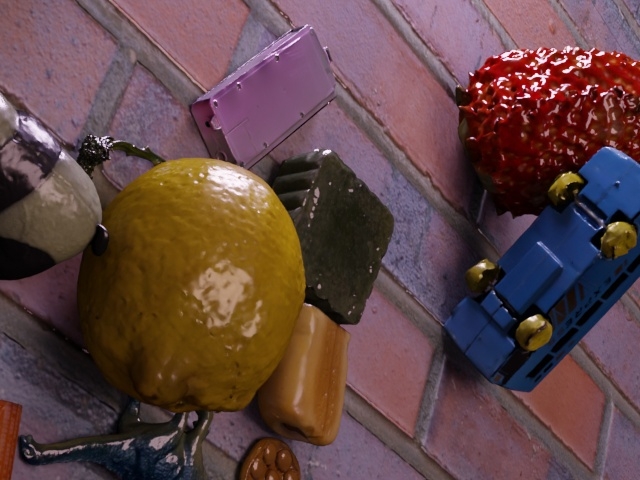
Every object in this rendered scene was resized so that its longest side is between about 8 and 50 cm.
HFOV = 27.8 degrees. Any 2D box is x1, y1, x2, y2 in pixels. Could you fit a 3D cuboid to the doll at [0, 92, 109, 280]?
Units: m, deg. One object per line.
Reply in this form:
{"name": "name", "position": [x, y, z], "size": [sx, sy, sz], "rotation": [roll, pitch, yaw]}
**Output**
{"name": "doll", "position": [-0.315, -0.067, 1.286], "size": [0.234, 0.135, 0.144], "rotation": [51, 46, -28]}

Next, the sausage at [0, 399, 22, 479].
{"name": "sausage", "position": [-0.347, 0.301, 1.209], "size": [0.093, 0.093, 0.312], "rotation": [23, 66, -47]}

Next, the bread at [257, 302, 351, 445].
{"name": "bread", "position": [-0.026, 0.170, 1.641], "size": [0.134, 0.085, 0.173], "rotation": [44, 49, -49]}

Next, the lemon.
{"name": "lemon", "position": [-0.139, 0.052, 1.389], "size": [0.245, 0.245, 0.320], "rotation": [52, 34, -33]}

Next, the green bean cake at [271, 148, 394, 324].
{"name": "green bean cake", "position": [0.000, 0.000, 1.696], "size": [0.183, 0.094, 0.185], "rotation": [45, 51, -38]}

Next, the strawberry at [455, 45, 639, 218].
{"name": "strawberry", "position": [0.391, -0.188, 2.029], "size": [0.292, 0.343, 0.292], "rotation": [48, 31, -44]}

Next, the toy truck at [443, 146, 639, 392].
{"name": "toy truck", "position": [0.365, 0.045, 1.945], "size": [0.385, 0.161, 0.162], "rotation": [-50, 141, 12]}

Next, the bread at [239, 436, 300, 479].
{"name": "bread", "position": [-0.063, 0.302, 1.620], "size": [0.110, 0.024, 0.110], "rotation": [11, 76, -49]}

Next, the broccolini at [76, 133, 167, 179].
{"name": "broccolini", "position": [-0.212, -0.098, 1.495], "size": [0.194, 0.054, 0.052], "rotation": [3, 63, -53]}

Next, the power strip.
{"name": "power strip", "position": [-0.067, -0.186, 1.691], "size": [0.279, 0.037, 0.109], "rotation": [-45, 118, -46]}

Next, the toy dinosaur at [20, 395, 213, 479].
{"name": "toy dinosaur", "position": [-0.172, 0.247, 1.458], "size": [0.363, 0.076, 0.147], "rotation": [37, 65, -35]}
